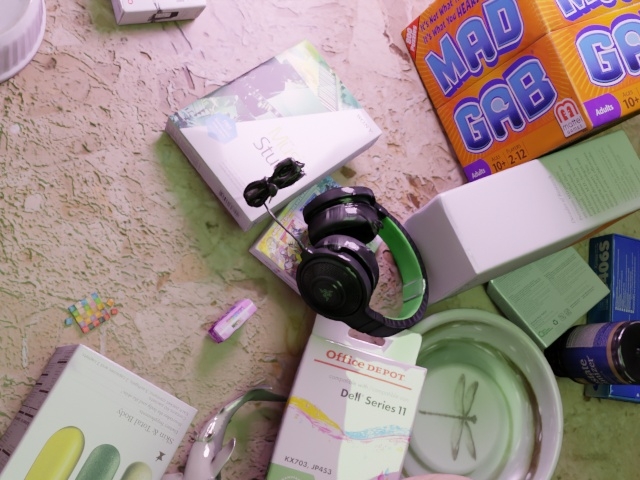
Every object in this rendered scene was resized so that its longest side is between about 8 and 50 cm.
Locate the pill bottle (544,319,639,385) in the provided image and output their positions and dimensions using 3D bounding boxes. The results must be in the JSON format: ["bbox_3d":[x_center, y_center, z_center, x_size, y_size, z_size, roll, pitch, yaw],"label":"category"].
[{"bbox_3d":[0.553,0.225,1.622,0.123,0.219,0.123,5,79,-25],"label":"pill bottle"}]

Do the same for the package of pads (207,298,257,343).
[{"bbox_3d":[-0.150,0.136,1.386,0.032,0.050,0.083,49,65,-6],"label":"package of pads"}]

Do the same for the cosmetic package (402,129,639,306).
[{"bbox_3d":[0.385,-0.043,1.555,0.453,0.230,0.161,-19,78,-24],"label":"cosmetic package"}]

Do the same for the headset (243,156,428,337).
[{"bbox_3d":[0.048,0.000,1.347,0.394,0.185,0.243,30,46,-29],"label":"headset"}]

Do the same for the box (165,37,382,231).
[{"bbox_3d":[-0.077,-0.194,1.449,0.322,0.058,0.232,-36,85,-27],"label":"box"}]

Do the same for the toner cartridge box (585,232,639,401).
[{"bbox_3d":[0.662,0.171,1.766,0.165,0.075,0.348,12,76,-23],"label":"toner cartridge box"}]

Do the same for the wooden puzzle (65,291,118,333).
[{"bbox_3d":[-0.368,0.115,1.308,0.083,0.006,0.049,-33,96,-27],"label":"wooden puzzle"}]

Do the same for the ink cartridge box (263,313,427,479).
[{"bbox_3d":[0.046,0.286,1.346,0.207,0.119,0.353,16,75,0],"label":"ink cartridge box"}]

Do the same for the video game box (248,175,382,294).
[{"bbox_3d":[0.000,0.000,1.485,0.187,0.048,0.205,43,66,-15],"label":"video game box"}]

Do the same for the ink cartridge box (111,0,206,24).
[{"bbox_3d":[-0.286,-0.438,1.408,0.150,0.063,0.109,-13,88,-27],"label":"ink cartridge box"}]

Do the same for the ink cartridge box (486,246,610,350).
[{"bbox_3d":[0.450,0.081,1.682,0.223,0.045,0.224,-32,80,-27],"label":"ink cartridge box"}]

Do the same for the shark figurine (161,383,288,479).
[{"bbox_3d":[-0.162,0.355,1.337,0.278,0.166,0.116,-69,145,-43],"label":"shark figurine"}]

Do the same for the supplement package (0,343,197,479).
[{"bbox_3d":[-0.347,0.312,1.177,0.199,0.198,0.263,35,69,-18],"label":"supplement package"}]

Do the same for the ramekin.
[{"bbox_3d":[-0.548,-0.374,1.233,0.273,0.127,0.273,5,80,-26],"label":"ramekin"}]

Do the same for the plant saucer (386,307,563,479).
[{"bbox_3d":[0.259,0.329,1.519,0.400,0.100,0.400,5,78,-21],"label":"plant saucer"}]

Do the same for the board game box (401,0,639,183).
[{"bbox_3d":[0.448,-0.364,1.579,0.356,0.356,0.356,-23,87,-27],"label":"board game box"}]

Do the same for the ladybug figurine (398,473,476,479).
[{"bbox_3d":[0.115,0.517,1.131,0.449,0.162,0.305,-34,60,-26],"label":"ladybug figurine"}]
